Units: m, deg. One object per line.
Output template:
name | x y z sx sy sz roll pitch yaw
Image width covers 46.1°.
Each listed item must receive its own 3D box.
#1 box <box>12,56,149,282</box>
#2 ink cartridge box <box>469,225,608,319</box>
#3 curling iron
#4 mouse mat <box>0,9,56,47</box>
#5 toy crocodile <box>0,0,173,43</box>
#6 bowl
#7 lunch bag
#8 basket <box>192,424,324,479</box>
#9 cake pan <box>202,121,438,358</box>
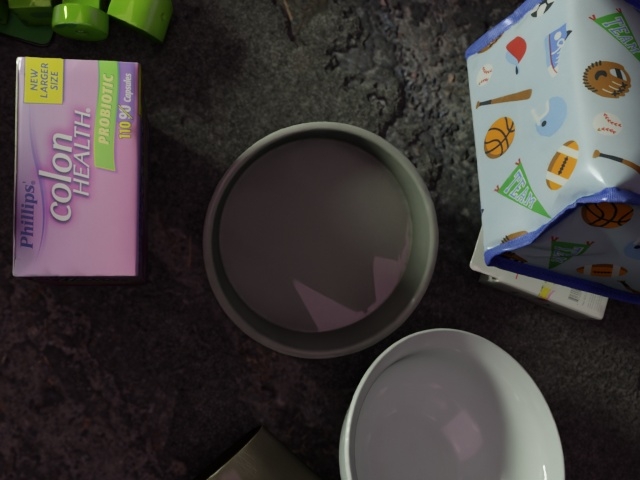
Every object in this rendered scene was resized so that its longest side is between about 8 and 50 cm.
box | -0.253 -0.060 0.831 0.117 0.243 0.213 0 84 -10
ink cartridge box | 0.293 0.022 1.013 0.198 0.067 0.115 21 81 -9
curling iron | -0.002 -0.052 0.981 0.274 0.035 0.068 2 84 -10
mouse mat | -0.391 -0.350 0.952 0.152 0.007 0.190 16 81 -9
toy crocodile | -0.352 -0.299 0.908 0.340 0.105 0.115 3 84 -6
bowl | 0.136 0.266 0.907 0.298 0.134 0.298 10 65 -22
lunch bag | 0.399 -0.104 0.925 0.385 0.239 0.328 17 61 -27
basket | -0.045 0.345 0.882 0.204 0.154 0.227 -37 87 -34
cake pan | 0.000 0.000 0.940 0.293 0.054 0.293 -1 98 -9
